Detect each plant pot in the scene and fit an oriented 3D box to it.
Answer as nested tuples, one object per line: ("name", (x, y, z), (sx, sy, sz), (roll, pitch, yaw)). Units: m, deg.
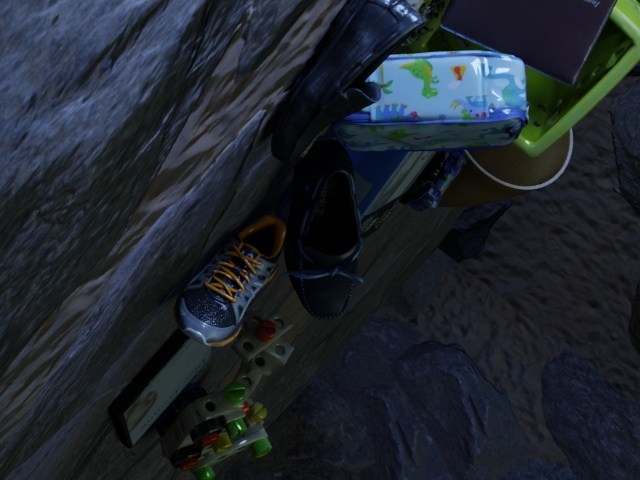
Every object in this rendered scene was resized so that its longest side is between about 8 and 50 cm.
("plant pot", (0.257, -0.155, 2.430), (0.237, 0.237, 0.254), (-46, -174, -33))
("plant pot", (0.282, -0.282, 1.822), (0.227, 0.228, 0.207), (-46, -175, 34))

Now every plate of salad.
("plate of salad", (0.109, -0.264, 1.606), (0.200, 0.048, 0.200), (-51, 172, -10))

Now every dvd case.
("dvd case", (-0.212, 0.190, 1.932), (0.180, 0.022, 0.253), (-49, 172, -16))

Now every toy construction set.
("toy construction set", (-0.137, 0.254, 2.178), (0.215, 0.151, 0.327), (-16, 145, -32))

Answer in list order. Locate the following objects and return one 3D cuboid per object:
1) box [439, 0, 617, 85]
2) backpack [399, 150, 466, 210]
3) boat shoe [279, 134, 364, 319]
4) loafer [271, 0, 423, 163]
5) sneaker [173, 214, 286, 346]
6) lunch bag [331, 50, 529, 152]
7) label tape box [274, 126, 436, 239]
("box", (0.258, -0.316, 1.583), (0.168, 0.167, 0.203), (-60, 174, -58))
("backpack", (0.161, -0.143, 2.162), (0.173, 0.117, 0.158), (-57, -173, -10))
("boat shoe", (0.000, 0.000, 1.737), (0.109, 0.089, 0.258), (-14, 126, -9))
("loafer", (0.023, -0.160, 1.471), (0.223, 0.078, 0.076), (-55, 171, 27))
("sneaker", (-0.104, 0.042, 1.686), (0.083, 0.084, 0.215), (-59, 180, 41))
("lunch bag", (0.121, -0.151, 1.594), (0.176, 0.219, 0.090), (63, 25, -84))
("label tape box", (0.092, -0.124, 1.931), (0.240, 0.106, 0.334), (-54, 172, 21))
